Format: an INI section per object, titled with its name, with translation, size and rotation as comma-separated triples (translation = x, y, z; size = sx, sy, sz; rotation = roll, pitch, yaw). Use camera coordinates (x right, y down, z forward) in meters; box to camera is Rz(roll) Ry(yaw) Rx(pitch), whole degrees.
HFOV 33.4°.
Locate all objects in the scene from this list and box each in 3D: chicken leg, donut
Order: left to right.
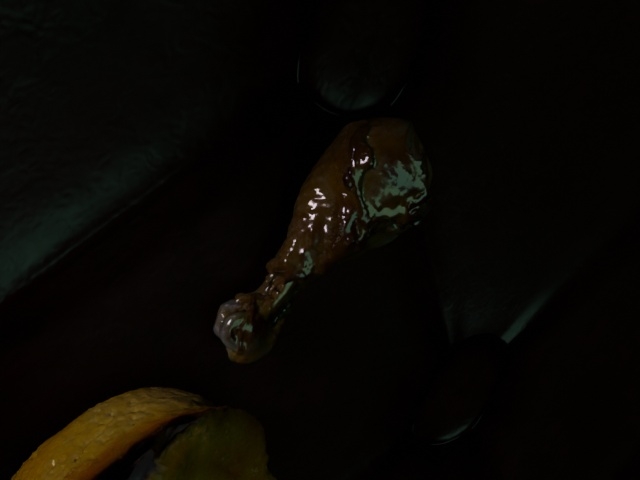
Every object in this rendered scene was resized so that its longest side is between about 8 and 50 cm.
[donut]
translation = -0.146, 0.234, 0.875
size = 0.253, 0.118, 0.254
rotation = -22, 128, -31
[chicken leg]
translation = -0.001, 0.000, 0.905
size = 0.251, 0.087, 0.107
rotation = -48, 118, -1
